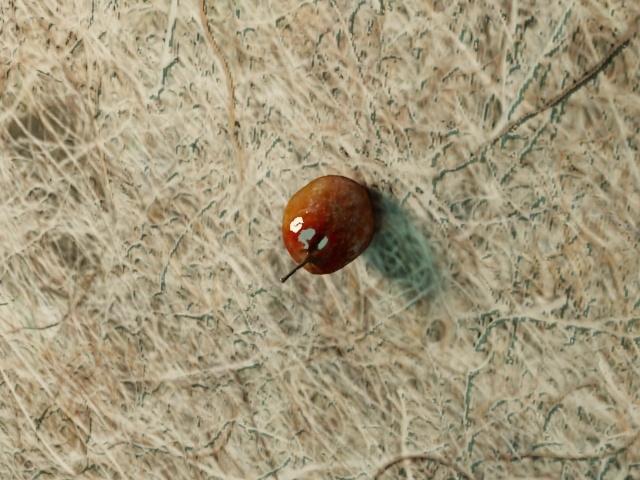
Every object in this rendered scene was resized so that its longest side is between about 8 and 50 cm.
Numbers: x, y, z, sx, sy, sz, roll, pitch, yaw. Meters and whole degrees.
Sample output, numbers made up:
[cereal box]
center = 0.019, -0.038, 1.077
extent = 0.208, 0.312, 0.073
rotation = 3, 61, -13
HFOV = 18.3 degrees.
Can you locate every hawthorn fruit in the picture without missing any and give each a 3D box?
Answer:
[hawthorn fruit]
center = 0.000, 0.000, 1.403
extent = 0.066, 0.103, 0.067
rotation = 10, 130, 13
